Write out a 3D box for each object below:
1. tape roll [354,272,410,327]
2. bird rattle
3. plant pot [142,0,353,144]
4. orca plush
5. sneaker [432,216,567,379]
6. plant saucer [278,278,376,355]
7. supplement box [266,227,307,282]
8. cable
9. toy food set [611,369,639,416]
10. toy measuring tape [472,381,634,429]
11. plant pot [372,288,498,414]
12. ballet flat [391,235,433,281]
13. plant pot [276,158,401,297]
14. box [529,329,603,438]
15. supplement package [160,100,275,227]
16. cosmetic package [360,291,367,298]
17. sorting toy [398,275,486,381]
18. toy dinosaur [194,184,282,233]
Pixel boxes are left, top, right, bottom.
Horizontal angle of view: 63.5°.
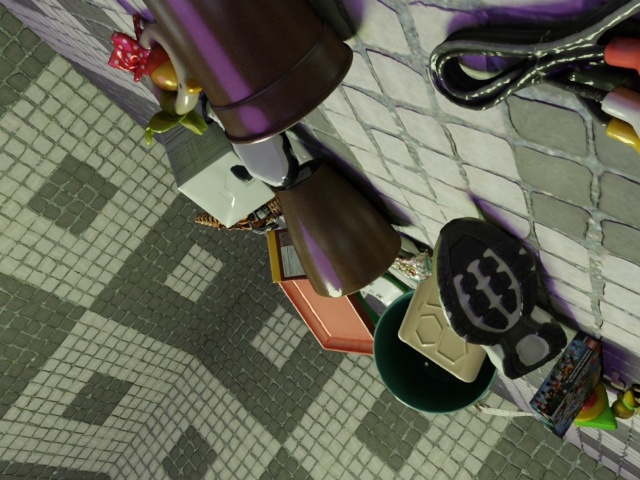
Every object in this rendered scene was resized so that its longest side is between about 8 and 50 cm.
[{"bbox_3d":[0.186,0.207,1.567,0.321,0.077,0.321,29,-153,-16],"label":"tape roll"},{"bbox_3d":[-0.291,-0.321,0.981,0.206,0.143,0.254,-21,89,54],"label":"bird rattle"},{"bbox_3d":[-0.079,-0.214,0.521,0.167,0.167,0.165,27,160,54],"label":"plant pot"},{"bbox_3d":[-0.128,-0.199,1.037,0.287,0.151,0.102,29,-159,33],"label":"orca plush"},{"bbox_3d":[0.268,0.086,0.879,0.410,0.158,0.182,49,-176,-40],"label":"sneaker"},{"bbox_3d":[0.034,0.192,1.393,0.258,0.048,0.259,-8,120,52],"label":"plant saucer"},{"bbox_3d":[-0.019,0.028,1.335,0.193,0.129,0.191,-8,178,7],"label":"supplement box"},{"bbox_3d":[0.161,-0.109,0.338,0.287,0.072,0.139,30,165,46],"label":"cable"},{"bbox_3d":[0.630,0.321,0.964,0.192,0.039,0.132,31,171,40],"label":"toy food set"},{"bbox_3d":[0.512,0.346,1.161,0.329,0.122,0.121,-4,150,32],"label":"toy measuring tape"},{"bbox_3d":[0.303,0.271,1.306,0.293,0.293,0.235,34,-177,23],"label":"plant pot"},{"bbox_3d":[0.158,0.012,1.170,0.240,0.091,0.077,25,137,39],"label":"ballet flat"},{"bbox_3d":[0.016,-0.040,1.045,0.231,0.215,0.215,55,165,-25],"label":"plant pot"},{"bbox_3d":[0.471,0.280,0.979,0.044,0.159,0.233,33,172,38],"label":"box"},{"bbox_3d":[-0.239,-0.181,1.209,0.194,0.149,0.203,46,-166,-54],"label":"supplement package"},{"bbox_3d":[0.080,0.130,1.917,0.151,0.151,0.183,42,172,-39],"label":"cosmetic package"},{"bbox_3d":[0.288,0.179,1.147,0.038,0.193,0.208,12,-168,-45],"label":"sorting toy"},{"bbox_3d":[-0.188,-0.108,1.360,0.321,0.219,0.164,-4,151,0],"label":"toy dinosaur"}]
